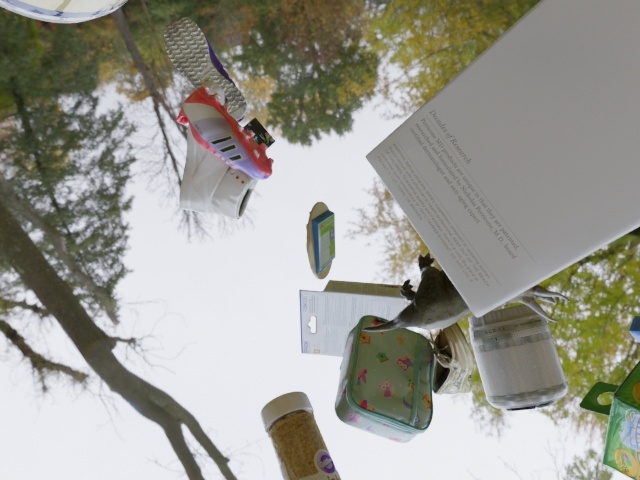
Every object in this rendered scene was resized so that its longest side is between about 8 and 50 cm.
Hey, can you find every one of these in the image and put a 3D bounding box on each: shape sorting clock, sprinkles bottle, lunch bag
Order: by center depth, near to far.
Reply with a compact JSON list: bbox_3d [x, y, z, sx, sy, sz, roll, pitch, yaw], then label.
[{"bbox_3d":[-0.020,0.509,1.035,0.121,0.121,0.355,-21,-128,-10],"label":"sprinkles bottle"},{"bbox_3d":[0.163,0.318,1.145,0.224,0.107,0.279,22,-135,-5],"label":"lunch bag"},{"bbox_3d":[0.000,0.000,1.269,0.041,0.206,0.206,4,-146,18],"label":"shape sorting clock"}]

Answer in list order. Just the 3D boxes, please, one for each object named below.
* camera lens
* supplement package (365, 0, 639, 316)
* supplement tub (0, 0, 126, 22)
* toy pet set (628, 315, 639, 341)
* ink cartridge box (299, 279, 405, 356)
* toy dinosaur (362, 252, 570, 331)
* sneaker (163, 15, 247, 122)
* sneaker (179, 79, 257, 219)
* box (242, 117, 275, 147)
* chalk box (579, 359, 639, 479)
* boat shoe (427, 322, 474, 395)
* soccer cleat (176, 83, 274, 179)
[{"bbox_3d":[0.560,0.333,1.381,0.220,0.274,0.219,-11,165,-3],"label":"camera lens"},{"bbox_3d":[0.224,-0.094,0.410,0.293,0.175,0.178,-40,165,30],"label":"supplement package"},{"bbox_3d":[-0.179,-0.324,0.359,0.316,0.228,0.228,0,-149,45],"label":"supplement tub"},{"bbox_3d":[0.759,0.191,1.068,0.065,0.122,0.114,-4,177,-27],"label":"toy pet set"},{"bbox_3d":[0.099,0.268,1.598,0.331,0.323,0.071,5,-140,5],"label":"ink cartridge box"},{"bbox_3d":[0.211,0.082,0.791,0.314,0.120,0.160,-17,-157,3],"label":"toy dinosaur"},{"bbox_3d":[-0.291,-0.422,1.241,0.102,0.293,0.146,-32,-175,1],"label":"sneaker"},{"bbox_3d":[-0.205,-0.192,1.069,0.169,0.292,0.108,15,-163,9],"label":"sneaker"},{"bbox_3d":[-0.172,-0.271,1.275,0.052,0.083,0.062,-34,-164,31],"label":"box"},{"bbox_3d":[0.616,0.320,0.834,0.180,0.179,0.289,-29,-147,-33],"label":"chalk box"},{"bbox_3d":[0.313,0.297,1.178,0.090,0.285,0.104,-16,-141,1],"label":"boat shoe"},{"bbox_3d":[-0.175,-0.181,0.876,0.095,0.083,0.248,-45,-114,13],"label":"soccer cleat"}]
